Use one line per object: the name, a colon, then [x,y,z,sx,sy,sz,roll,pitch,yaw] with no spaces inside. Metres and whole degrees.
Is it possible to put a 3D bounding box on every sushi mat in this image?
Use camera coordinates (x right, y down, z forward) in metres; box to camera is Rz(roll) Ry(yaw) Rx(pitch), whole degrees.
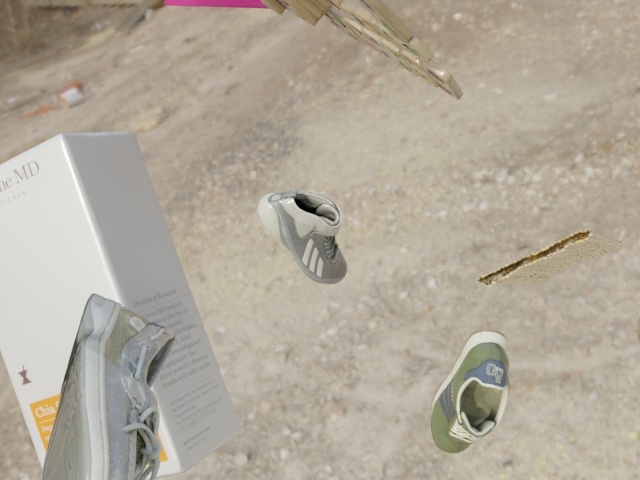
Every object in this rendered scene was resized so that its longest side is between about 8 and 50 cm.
sushi mat: [0.325,0.029,1.153,0.151,0.019,0.316,-29,-15,23]

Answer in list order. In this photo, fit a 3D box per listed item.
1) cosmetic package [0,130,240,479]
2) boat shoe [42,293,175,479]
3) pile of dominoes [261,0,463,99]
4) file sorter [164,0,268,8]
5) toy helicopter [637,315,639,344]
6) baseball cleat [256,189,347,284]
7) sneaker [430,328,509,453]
cosmetic package: [-0.309,0.102,1.157,0.230,0.453,0.161,-21,-2,25]
boat shoe: [-0.175,0.142,0.743,0.103,0.118,0.320,16,12,-16]
pile of dominoes: [0.009,-0.194,0.736,0.040,0.196,0.251,-51,42,6]
file sorter: [-0.060,-0.418,1.020,0.202,0.182,0.290,4,36,9]
toy helicopter: [0.340,-0.021,0.483,0.355,0.235,0.140,-36,31,23]
baseball cleat: [0.000,0.000,1.179,0.109,0.206,0.072,-10,56,34]
sneaker: [0.171,0.199,0.976,0.064,0.192,0.086,12,35,-3]
